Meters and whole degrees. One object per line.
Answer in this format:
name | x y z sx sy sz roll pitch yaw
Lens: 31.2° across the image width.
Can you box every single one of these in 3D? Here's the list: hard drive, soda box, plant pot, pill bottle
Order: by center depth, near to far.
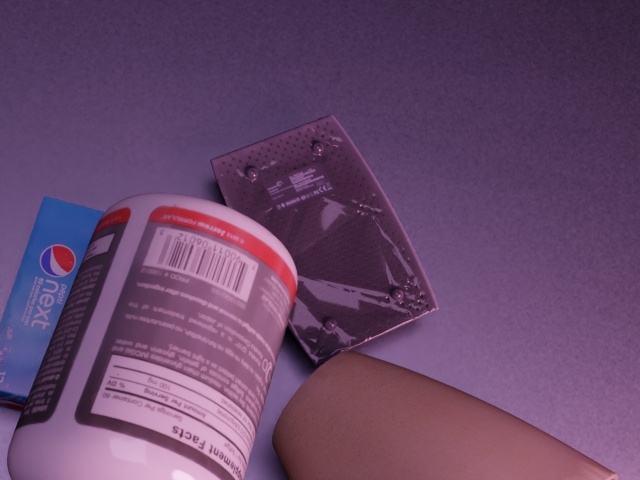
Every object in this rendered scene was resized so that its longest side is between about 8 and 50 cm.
pill bottle | -0.161 0.155 1.057 0.210 0.210 0.363 18 60 -4
plant pot | 0.092 0.237 1.092 0.274 0.256 0.256 38 65 23
soda box | -0.277 0.067 1.165 0.071 0.067 0.210 15 66 -5
hard drive | 0.000 0.000 1.255 0.172 0.054 0.254 -23 74 -19
